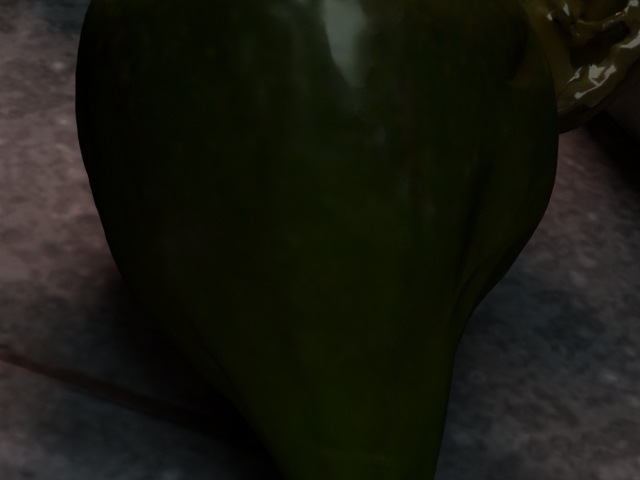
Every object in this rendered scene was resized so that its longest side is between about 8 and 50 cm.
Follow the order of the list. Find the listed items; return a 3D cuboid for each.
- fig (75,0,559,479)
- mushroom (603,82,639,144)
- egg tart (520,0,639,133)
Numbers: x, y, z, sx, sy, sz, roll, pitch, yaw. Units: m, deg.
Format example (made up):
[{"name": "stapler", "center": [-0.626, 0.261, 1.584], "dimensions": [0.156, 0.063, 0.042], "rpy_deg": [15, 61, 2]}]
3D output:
[{"name": "fig", "center": [0.000, 0.000, 0.649], "dimensions": [0.206, 0.206, 0.275], "rpy_deg": [4, 66, -16]}, {"name": "mushroom", "center": [0.258, -0.047, 0.817], "dimensions": [0.177, 0.126, 0.397], "rpy_deg": [6, 37, -27]}, {"name": "egg tart", "center": [0.058, -0.173, 0.802], "dimensions": [0.290, 0.107, 0.291], "rpy_deg": [-3, 72, 9]}]
